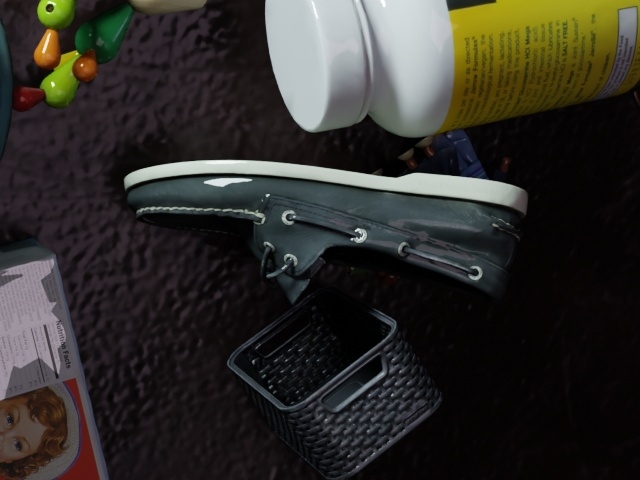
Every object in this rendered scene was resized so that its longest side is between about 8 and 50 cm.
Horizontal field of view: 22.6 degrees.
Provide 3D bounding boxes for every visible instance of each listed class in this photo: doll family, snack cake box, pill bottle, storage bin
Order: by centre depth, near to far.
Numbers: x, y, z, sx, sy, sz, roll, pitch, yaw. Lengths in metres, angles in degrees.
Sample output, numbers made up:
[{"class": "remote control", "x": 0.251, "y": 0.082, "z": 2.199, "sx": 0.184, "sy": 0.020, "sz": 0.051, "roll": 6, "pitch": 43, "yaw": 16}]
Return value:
[{"class": "snack cake box", "x": -0.272, "y": 0.146, "z": 1.337, "sx": 0.152, "sy": 0.089, "sz": 0.264, "roll": -16, "pitch": 105, "yaw": -20}, {"class": "pill bottle", "x": 0.132, "y": -0.193, "z": 1.373, "sx": 0.334, "sy": 0.188, "sz": 0.187, "roll": -13, "pitch": 105, "yaw": -18}, {"class": "storage bin", "x": 0.010, "y": 0.121, "z": 1.390, "sx": 0.122, "sy": 0.180, "sz": 0.084, "roll": -36, "pitch": 111, "yaw": -11}, {"class": "doll family", "x": 0.097, "y": -0.028, "z": 1.451, "sx": 0.193, "sy": 0.076, "sz": 0.111, "roll": -34, "pitch": 91, "yaw": -7}]

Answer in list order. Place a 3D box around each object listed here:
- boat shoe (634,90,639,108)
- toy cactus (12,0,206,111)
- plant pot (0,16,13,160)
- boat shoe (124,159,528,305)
[{"class": "boat shoe", "x": 0.351, "y": -0.117, "z": 1.551, "sx": 0.049, "sy": 0.043, "sz": 0.137, "roll": -38, "pitch": 109, "yaw": -9}, {"class": "toy cactus", "x": -0.179, "y": -0.211, "z": 1.314, "sx": 0.181, "sy": 0.112, "sz": 0.219, "roll": 0, "pitch": 98, "yaw": -40}, {"class": "plant pot", "x": -0.383, "y": -0.090, "z": 1.086, "sx": 0.341, "sy": 0.334, "sz": 0.341, "roll": -2, "pitch": 101, "yaw": -10}, {"class": "boat shoe", "x": 0.001, "y": 0.001, "z": 1.345, "sx": 0.340, "sy": 0.127, "sz": 0.113, "roll": 5, "pitch": 81, "yaw": -2}]
